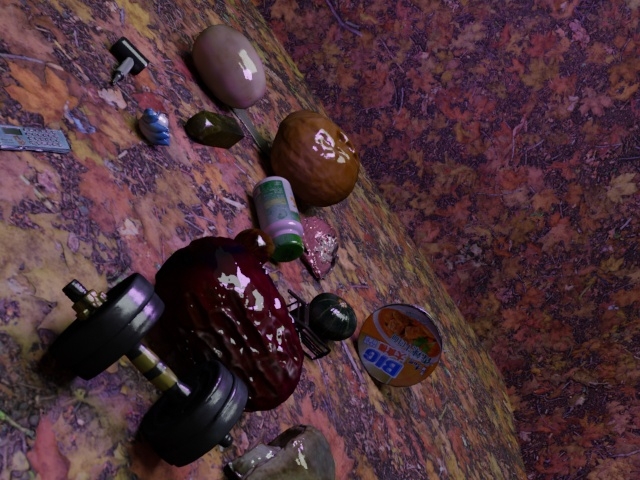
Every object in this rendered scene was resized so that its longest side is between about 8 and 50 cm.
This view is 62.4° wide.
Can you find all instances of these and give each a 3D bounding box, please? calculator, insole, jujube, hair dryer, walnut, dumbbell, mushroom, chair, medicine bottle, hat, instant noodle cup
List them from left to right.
[{"bbox_3d":[-0.565,-0.198,1.037,0.057,0.018,0.172,59,21,6],"label":"calculator"},{"bbox_3d":[-0.544,-0.480,1.455,0.100,0.057,0.197,43,30,-31],"label":"hair dryer"},{"bbox_3d":[-0.276,0.213,0.874,0.388,0.185,0.185,52,21,-17],"label":"dumbbell"},{"bbox_3d":[-0.186,0.166,1.087,0.258,0.259,0.376,-56,125,-68],"label":"jujube"},{"bbox_3d":[-0.290,-0.467,2.078,0.348,0.009,0.119,55,20,-9],"label":"insole"},{"bbox_3d":[-0.132,-0.066,1.692,0.133,0.133,0.274,34,32,-48],"label":"medicine bottle"},{"bbox_3d":[-0.057,0.476,1.037,0.189,0.164,0.267,63,20,15],"label":"mushroom"},{"bbox_3d":[-0.053,0.244,1.504,0.212,0.084,0.101,44,28,-34],"label":"chair"},{"bbox_3d":[-0.019,-0.315,2.055,0.398,0.308,0.354,44,29,-29],"label":"walnut"},{"bbox_3d":[0.000,0.000,1.941,0.236,0.107,0.286,66,24,-9],"label":"hat"},{"bbox_3d":[0.288,0.353,1.892,0.296,0.296,0.214,60,10,5],"label":"instant noodle cup"}]

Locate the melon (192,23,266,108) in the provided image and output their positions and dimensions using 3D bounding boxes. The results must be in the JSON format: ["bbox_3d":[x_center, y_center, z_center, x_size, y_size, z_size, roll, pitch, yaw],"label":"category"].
[{"bbox_3d":[-0.328,-0.629,1.914,0.317,0.223,0.223,54,20,-4],"label":"melon"}]

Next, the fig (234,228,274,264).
[{"bbox_3d":[-0.176,0.017,1.511,0.155,0.103,0.109,-13,95,-61],"label":"fig"}]

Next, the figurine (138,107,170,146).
[{"bbox_3d":[-0.430,-0.295,1.399,0.114,0.079,0.114,37,-25,20],"label":"figurine"}]

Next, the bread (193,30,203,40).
[{"bbox_3d":[-0.457,-0.784,2.108,0.090,0.035,0.094,51,21,-20],"label":"bread"}]

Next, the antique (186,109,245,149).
[{"bbox_3d":[-0.340,-0.354,1.699,0.080,0.081,0.221,58,20,6],"label":"antique"}]

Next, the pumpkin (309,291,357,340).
[{"bbox_3d":[0.036,0.239,1.653,0.167,0.125,0.167,39,5,-4],"label":"pumpkin"}]
